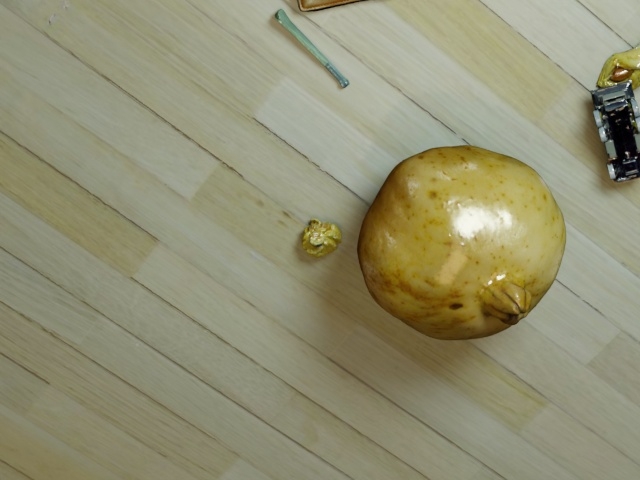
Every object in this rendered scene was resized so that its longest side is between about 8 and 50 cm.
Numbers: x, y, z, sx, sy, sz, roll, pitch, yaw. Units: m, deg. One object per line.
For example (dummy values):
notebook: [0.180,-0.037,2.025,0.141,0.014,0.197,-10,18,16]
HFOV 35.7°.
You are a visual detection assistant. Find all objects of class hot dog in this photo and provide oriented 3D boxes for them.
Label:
hot dog: [0.589,-0.325,1.828,0.168,0.061,0.078,-32,108,15]

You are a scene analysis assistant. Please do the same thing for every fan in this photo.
fan: [-0.015,-0.355,1.859,0.016,0.038,0.193,-36,111,29]

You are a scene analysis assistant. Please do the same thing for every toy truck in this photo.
toy truck: [0.560,-0.206,1.853,0.083,0.092,0.192,-15,125,16]

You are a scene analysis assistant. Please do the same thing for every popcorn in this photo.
popcorn: [0.000,0.000,1.989,0.084,0.084,0.084,1,114,2]

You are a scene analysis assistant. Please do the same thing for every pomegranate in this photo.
pomegranate: [0.267,0.020,1.806,0.409,0.410,0.410,1,114,2]

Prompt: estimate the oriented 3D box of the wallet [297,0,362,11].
wallet: [0.041,-0.504,1.787,0.195,0.042,0.161,-12,117,5]
